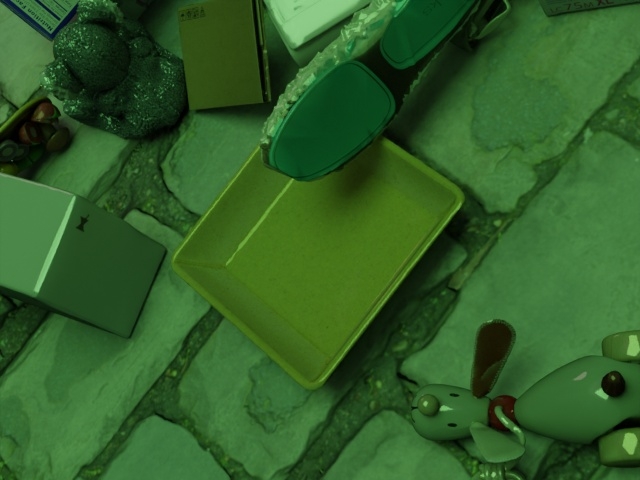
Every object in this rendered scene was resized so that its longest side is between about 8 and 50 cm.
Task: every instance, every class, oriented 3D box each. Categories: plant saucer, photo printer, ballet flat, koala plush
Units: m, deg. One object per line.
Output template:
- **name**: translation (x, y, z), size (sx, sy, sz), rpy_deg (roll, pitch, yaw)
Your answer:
- **plant saucer**: translation (0.000, 0.000, 1.661), size (0.333, 0.081, 0.333), rpy_deg (38, 89, 34)
- **photo printer**: translation (0.042, -0.432, 1.768), size (0.307, 0.107, 0.256), rpy_deg (-32, 72, 5)
- **ballet flat**: translation (0.066, -0.240, 1.629), size (0.409, 0.147, 0.147), rpy_deg (-46, 56, -5)
- **ballet flat**: translation (0.255, -0.357, 1.666), size (0.068, 0.072, 0.213), rpy_deg (46, 112, 29)
- **koala plush**: translation (-0.332, -0.275, 1.866), size (0.203, 0.221, 0.196), rpy_deg (30, 85, 34)

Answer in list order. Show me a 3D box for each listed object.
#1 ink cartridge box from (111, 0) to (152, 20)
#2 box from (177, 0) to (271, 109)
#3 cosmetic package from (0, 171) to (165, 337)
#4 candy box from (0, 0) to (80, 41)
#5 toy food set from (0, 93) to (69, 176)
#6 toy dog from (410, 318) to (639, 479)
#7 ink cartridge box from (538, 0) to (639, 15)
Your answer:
- **ink cartridge box**: translation (-0.326, -0.432, 2.029), size (0.122, 0.052, 0.088), rpy_deg (-50, 55, 0)
- **box**: translation (-0.148, -0.284, 1.808), size (0.201, 0.021, 0.164), rpy_deg (3, 101, 51)
- **cosmetic package**: translation (-0.494, -0.006, 1.839), size (0.453, 0.230, 0.161), rpy_deg (15, 78, 33)
- **candy box**: translation (-0.386, -0.484, 1.941), size (0.317, 0.122, 0.268), rpy_deg (-49, 20, 1)
- **toy food set**: translation (-0.473, -0.164, 1.961), size (0.071, 0.128, 0.218), rpy_deg (41, 80, 6)
- **toy dog**: translation (0.257, 0.192, 1.396), size (0.333, 0.161, 0.220), rpy_deg (-28, 59, 16)
- **ink cartridge box**: translation (0.400, -0.472, 1.656), size (0.185, 0.065, 0.311), rpy_deg (-4, 66, 26)
